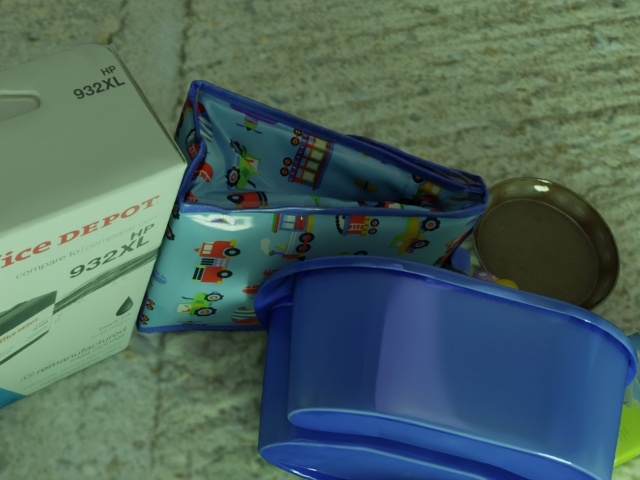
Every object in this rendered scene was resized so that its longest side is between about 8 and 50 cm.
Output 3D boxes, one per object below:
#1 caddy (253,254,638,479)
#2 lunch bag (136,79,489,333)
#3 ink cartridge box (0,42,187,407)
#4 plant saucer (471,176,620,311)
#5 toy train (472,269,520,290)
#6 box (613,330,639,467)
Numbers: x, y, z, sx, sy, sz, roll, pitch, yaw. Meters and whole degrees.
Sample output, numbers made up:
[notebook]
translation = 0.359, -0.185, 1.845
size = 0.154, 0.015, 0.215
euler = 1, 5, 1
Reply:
[caddy]
translation = 0.103, 0.116, 1.096
size = 0.341, 0.241, 0.179
euler = 16, 64, -9
[lunch bag]
translation = 0.000, 0.000, 1.144
size = 0.293, 0.221, 0.138
euler = 11, 56, -12
[ink cartridge box]
translation = -0.252, 0.013, 0.998
size = 0.223, 0.307, 0.129
euler = -24, 69, -29
[plant saucer]
translation = 0.232, 0.010, 1.334
size = 0.168, 0.029, 0.168
euler = 9, 56, -14
[toy train]
translation = 0.164, 0.090, 1.227
size = 0.166, 0.125, 0.046
euler = 22, 23, -9
[box]
translation = 0.327, 0.148, 1.271
size = 0.178, 0.042, 0.109
euler = -19, 67, -27
